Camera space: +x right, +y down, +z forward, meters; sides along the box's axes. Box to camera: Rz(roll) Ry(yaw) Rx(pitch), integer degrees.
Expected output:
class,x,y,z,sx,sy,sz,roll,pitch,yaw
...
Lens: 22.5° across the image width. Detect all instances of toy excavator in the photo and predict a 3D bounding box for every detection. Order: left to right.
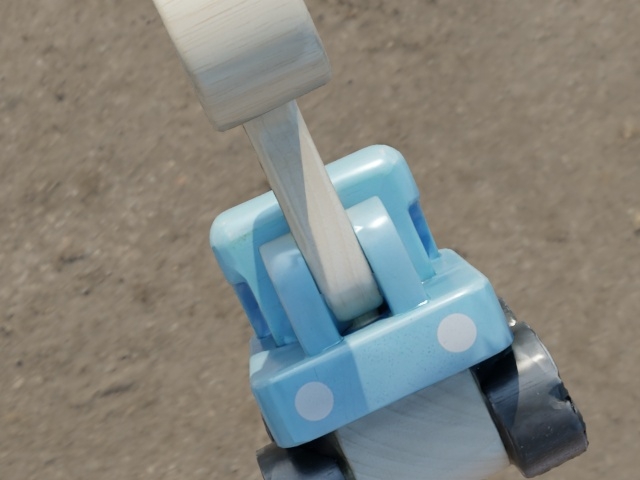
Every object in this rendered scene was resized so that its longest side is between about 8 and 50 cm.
class,x,y,z,sx,sy,sz,roll,pitch,yaw
toy excavator,0.000,0.000,1.136,0.222,0.433,0.445,-26,95,0
